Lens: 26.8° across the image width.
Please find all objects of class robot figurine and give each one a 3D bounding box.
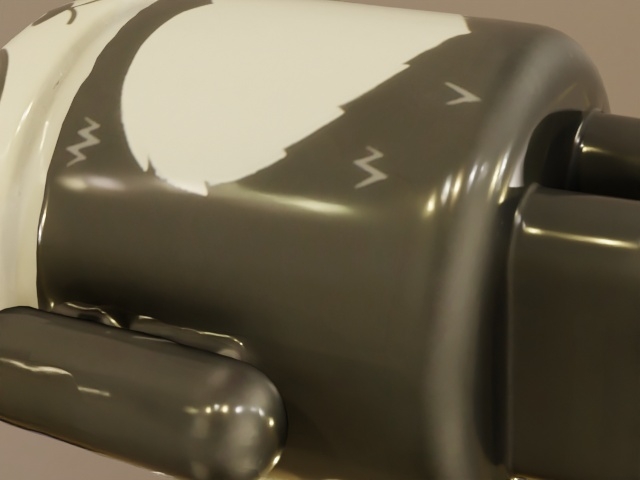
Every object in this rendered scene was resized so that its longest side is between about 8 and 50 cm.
[{"bbox_3d":[-0.001,-0.001,0.470,0.278,0.173,0.209,11,-7,26],"label":"robot figurine"}]
